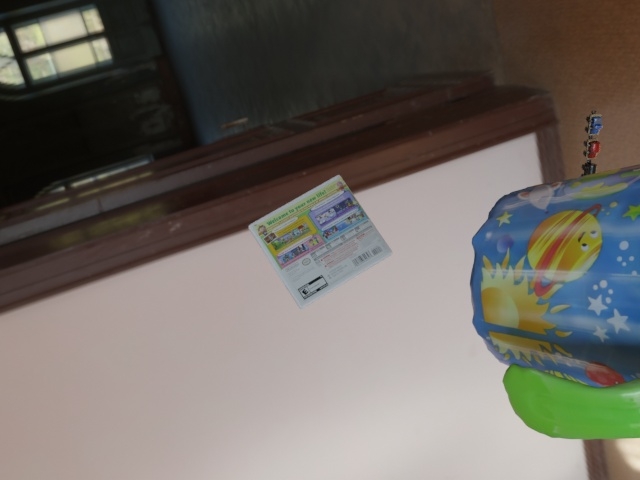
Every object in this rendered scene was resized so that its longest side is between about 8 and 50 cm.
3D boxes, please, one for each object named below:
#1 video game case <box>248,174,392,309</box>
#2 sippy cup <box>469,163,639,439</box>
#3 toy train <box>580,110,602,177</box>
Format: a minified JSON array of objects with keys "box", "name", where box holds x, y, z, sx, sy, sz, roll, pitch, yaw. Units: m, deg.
[{"box":[0.000,0.000,1.411,0.193,0.212,0.023,57,166,13],"name":"video game case"},{"box":[0.258,0.037,0.616,0.224,0.305,0.240,0,83,41],"name":"sippy cup"},{"box":[0.587,-0.201,1.578,0.036,0.027,0.158,-123,29,-67],"name":"toy train"}]
